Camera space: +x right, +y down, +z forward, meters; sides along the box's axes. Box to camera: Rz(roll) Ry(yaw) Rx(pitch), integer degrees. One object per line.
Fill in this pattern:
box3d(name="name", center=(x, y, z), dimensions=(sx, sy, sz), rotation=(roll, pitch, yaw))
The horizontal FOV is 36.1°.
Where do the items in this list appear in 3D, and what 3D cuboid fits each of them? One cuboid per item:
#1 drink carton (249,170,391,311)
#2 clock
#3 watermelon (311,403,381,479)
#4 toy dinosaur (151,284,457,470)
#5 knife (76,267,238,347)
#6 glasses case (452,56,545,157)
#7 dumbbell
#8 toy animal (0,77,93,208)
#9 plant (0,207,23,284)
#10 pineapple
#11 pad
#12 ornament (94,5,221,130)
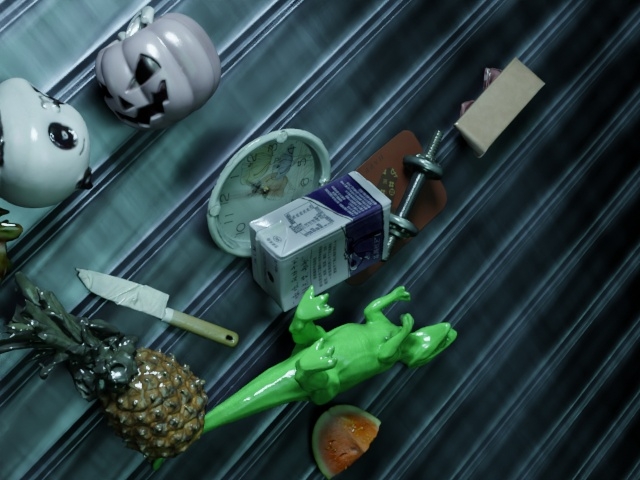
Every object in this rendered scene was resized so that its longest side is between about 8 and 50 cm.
box3d(name="drink carton", center=(-0.001, 0.001, 1.605), dimensions=(0.222, 0.102, 0.134), rotation=(-28, 143, -25))
box3d(name="clock", center=(-0.088, -0.081, 1.574), dimensions=(0.236, 0.053, 0.236), rotation=(-24, 136, -26))
box3d(name="watermelon", center=(0.048, 0.363, 1.724), dimensions=(0.125, 0.094, 0.135), rotation=(19, 91, -40))
box3d(name="toy dinosaur", center=(-0.022, 0.249, 1.691), dimensions=(0.500, 0.144, 0.374), rotation=(-37, 151, 9))
box3d(name="knife", center=(-0.254, 0.104, 1.549), dimensions=(0.297, 0.017, 0.047), rotation=(24, 82, -28))
box3d(name="glasses case", center=(0.314, -0.252, 1.822), dimensions=(0.102, 0.070, 0.193), rotation=(42, 76, 0))
box3d(name="dumbbell", center=(0.159, -0.079, 1.728), dimensions=(0.081, 0.081, 0.254), rotation=(29, 82, -31))
box3d(name="toy animal", center=(-0.428, -0.128, 1.317), dimensions=(0.235, 0.187, 0.165), rotation=(-4, 139, -27))
box3d(name="plant", center=(-0.556, 0.013, 1.271), dimensions=(0.333, 0.180, 0.251), rotation=(34, 69, -27))
box3d(name="pineapple", center=(-0.323, 0.178, 1.435), dimensions=(0.364, 0.165, 0.165), rotation=(44, 75, -29))
box3d(name="pad", center=(0.108, -0.058, 1.752), dimensions=(0.267, 0.004, 0.181), rotation=(-42, 115, -19))
box3d(name="ornament", center=(-0.238, -0.251, 1.417), dimensions=(0.177, 0.177, 0.178), rotation=(-5, 100, -31))
